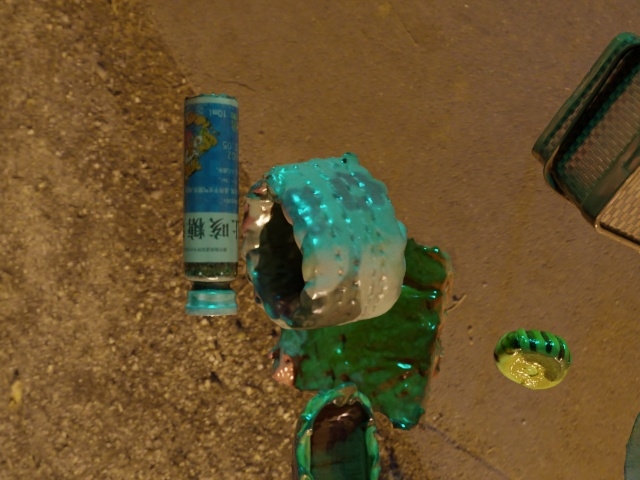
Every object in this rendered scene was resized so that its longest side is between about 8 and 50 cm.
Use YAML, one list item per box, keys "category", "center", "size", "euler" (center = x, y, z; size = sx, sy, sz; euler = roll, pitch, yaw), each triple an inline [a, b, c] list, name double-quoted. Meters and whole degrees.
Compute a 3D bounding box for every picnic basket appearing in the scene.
- category: "picnic basket"
  center: [0.368, -0.072, 0.700]
  size: [0.165, 0.266, 0.139]
  euler: [-57, 28, 26]

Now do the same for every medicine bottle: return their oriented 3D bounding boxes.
- category: "medicine bottle"
  center: [-0.096, -0.030, 0.613]
  size: [0.051, 0.051, 0.191]
  euler: [-2, 88, 33]

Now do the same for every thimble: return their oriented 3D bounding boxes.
- category: "thimble"
  center: [0.000, 0.000, 0.858]
  size: [0.185, 0.149, 0.211]
  euler: [0, 97, 60]

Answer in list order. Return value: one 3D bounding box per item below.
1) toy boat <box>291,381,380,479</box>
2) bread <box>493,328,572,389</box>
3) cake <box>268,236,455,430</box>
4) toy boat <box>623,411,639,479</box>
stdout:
- category: "toy boat"
  center: [0.030, 0.301, 0.728]
  size: [0.099, 0.108, 0.293]
  euler: [-32, 63, 46]
- category: "bread"
  center: [0.380, 0.209, 1.248]
  size: [0.139, 0.071, 0.130]
  euler: [14, 139, -1]
- category: "cake"
  center: [0.085, 0.152, 1.251]
  size: [0.293, 0.307, 0.314]
  euler: [16, 82, 11]
- category: "toy boat"
  center: [0.575, 0.393, 1.002]
  size: [0.293, 0.111, 0.276]
  euler: [22, 94, 24]
